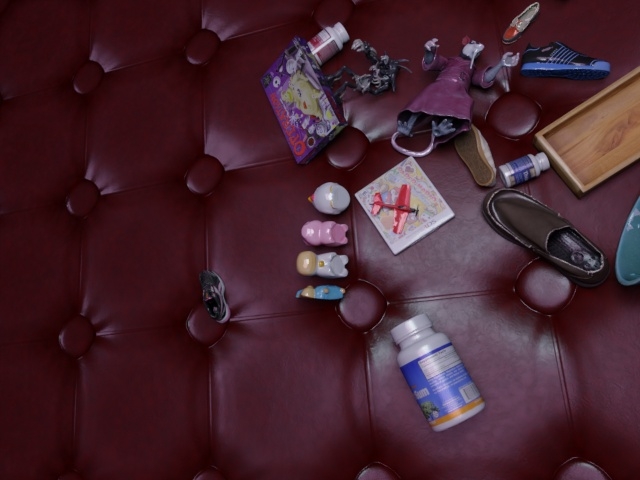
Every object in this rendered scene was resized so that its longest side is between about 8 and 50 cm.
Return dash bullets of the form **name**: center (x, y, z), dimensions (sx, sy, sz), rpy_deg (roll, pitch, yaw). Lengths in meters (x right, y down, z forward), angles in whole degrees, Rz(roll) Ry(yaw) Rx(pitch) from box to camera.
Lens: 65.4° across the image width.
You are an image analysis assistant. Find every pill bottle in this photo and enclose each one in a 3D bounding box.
- **pill bottle**: center (0.291, 0.334, 1.287), dimensions (0.152, 0.152, 0.272), rpy_deg (-31, 71, 8)
- **pill bottle**: center (0.559, -0.196, 1.369), dimensions (0.120, 0.067, 0.067), rpy_deg (-22, 72, 11)
- **pill bottle**: center (0.016, -0.635, 1.624), dimensions (0.152, 0.086, 0.086), rpy_deg (-35, 70, 7)

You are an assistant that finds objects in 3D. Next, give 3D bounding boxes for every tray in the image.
- **tray**: center (0.806, -0.310, 1.318), dimensions (0.411, 0.076, 0.203), rpy_deg (-34, 71, 8)

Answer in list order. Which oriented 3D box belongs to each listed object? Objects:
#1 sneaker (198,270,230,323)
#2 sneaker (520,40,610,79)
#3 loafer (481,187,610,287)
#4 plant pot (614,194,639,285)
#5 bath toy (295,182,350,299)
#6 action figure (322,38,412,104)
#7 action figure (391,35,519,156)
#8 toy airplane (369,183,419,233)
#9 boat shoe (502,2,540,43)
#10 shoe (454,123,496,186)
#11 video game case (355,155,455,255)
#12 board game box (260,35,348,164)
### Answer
- **sneaker**: center (-0.337, 0.169, 1.555), dimensions (0.072, 0.077, 0.178), rpy_deg (-32, 70, 7)
- **sneaker**: center (0.686, -0.508, 1.393), dimensions (0.232, 0.081, 0.090), rpy_deg (11, 88, 20)
- **loafer**: center (0.587, -0.028, 1.289), dimensions (0.366, 0.130, 0.134), rpy_deg (37, 90, 21)
- **plant pot**: center (0.907, 0.006, 1.099), dimensions (0.334, 0.341, 0.341), rpy_deg (23, 85, 11)
- **bath toy**: center (0.000, 0.000, 1.471), dimensions (0.129, 0.151, 0.348), rpy_deg (-9, 72, 51)
- **action figure**: center (0.134, -0.515, 1.535), dimensions (0.275, 0.141, 0.164), rpy_deg (-16, 70, 16)
- **action figure**: center (0.388, -0.432, 1.439), dimensions (0.248, 0.276, 0.370), rpy_deg (26, 67, 10)
- **toy airplane**: center (0.212, -0.100, 1.447), dimensions (0.151, 0.028, 0.151), rpy_deg (-3, 79, 16)
- **boat shoe**: center (0.592, -0.642, 1.473), dimensions (0.137, 0.043, 0.049), rpy_deg (-43, 72, 5)
- **shoe**: center (0.446, -0.247, 1.427), dimensions (0.076, 0.058, 0.219), rpy_deg (-34, 62, 40)
- **video game case**: center (0.244, -0.104, 1.467), dimensions (0.206, 0.026, 0.227), rpy_deg (-34, 70, 7)
- **board game box**: center (-0.061, -0.442, 1.578), dimensions (0.208, 0.056, 0.347), rpy_deg (-41, 65, 41)
